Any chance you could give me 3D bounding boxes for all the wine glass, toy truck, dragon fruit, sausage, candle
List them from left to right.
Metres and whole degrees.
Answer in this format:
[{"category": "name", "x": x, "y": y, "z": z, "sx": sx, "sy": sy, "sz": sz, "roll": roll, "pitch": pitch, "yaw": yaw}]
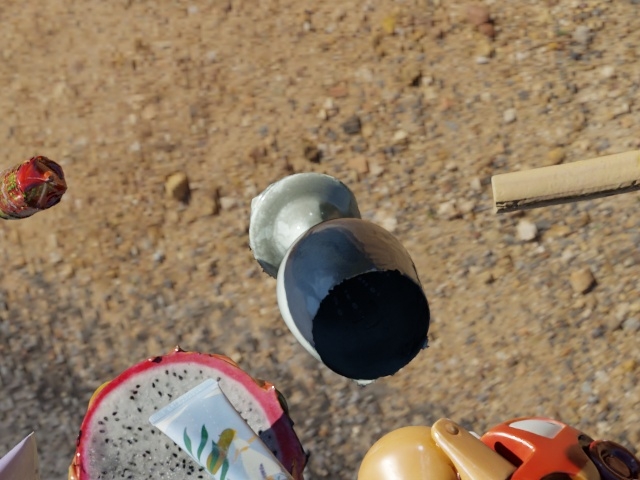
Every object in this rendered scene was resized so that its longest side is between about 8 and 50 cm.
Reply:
[{"category": "candle", "x": -0.265, "y": -0.048, "z": 1.153, "sx": 0.131, "sy": 0.052, "sz": 0.052, "roll": -9, "pitch": 95, "yaw": 62}, {"category": "dragon fruit", "x": -0.165, "y": 0.293, "z": 1.632, "sx": 0.306, "sy": 0.226, "sz": 0.305, "roll": 1, "pitch": 77, "yaw": -3}, {"category": "wine glass", "x": 0.013, "y": 0.028, "z": 1.130, "sx": 0.241, "sy": 0.126, "sz": 0.126, "roll": -123, "pitch": 42, "yaw": -63}, {"category": "toy truck", "x": 0.174, "y": 0.264, "z": 1.295, "sx": 0.239, "sy": 0.265, "sz": 0.189, "roll": 38, "pitch": 120, "yaw": 18}, {"category": "sausage", "x": 0.394, "y": -0.091, "z": 1.818, "sx": 0.301, "sy": 0.066, "sz": 0.065, "roll": -8, "pitch": 95, "yaw": 11}]

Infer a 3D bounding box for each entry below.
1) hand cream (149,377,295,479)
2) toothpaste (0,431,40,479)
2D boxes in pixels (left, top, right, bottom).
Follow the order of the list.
[{"category": "hand cream", "x": -0.091, "y": 0.246, "z": 1.400, "sx": 0.271, "sy": 0.091, "sz": 0.058, "roll": 40, "pitch": 157, "yaw": 43}, {"category": "toothpaste", "x": -0.480, "y": 0.391, "z": 1.876, "sx": 0.080, "sy": 0.371, "sz": 0.125, "roll": -6, "pitch": 96, "yaw": 11}]
